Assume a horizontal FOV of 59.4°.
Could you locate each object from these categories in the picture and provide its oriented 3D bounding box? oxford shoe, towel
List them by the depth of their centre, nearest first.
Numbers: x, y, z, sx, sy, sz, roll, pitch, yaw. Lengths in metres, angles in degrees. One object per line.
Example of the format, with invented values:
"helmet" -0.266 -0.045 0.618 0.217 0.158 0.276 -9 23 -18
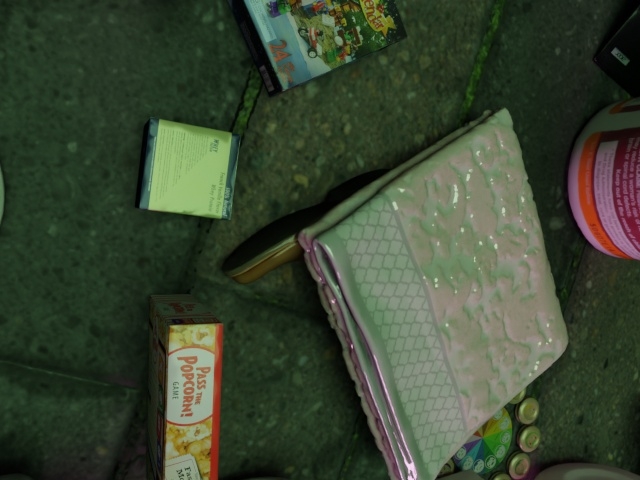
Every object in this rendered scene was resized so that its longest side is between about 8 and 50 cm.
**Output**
"oxford shoe" 0.000 0.000 0.587 0.212 0.076 0.076 -27 110 -20
"towel" 0.154 0.062 0.628 0.317 0.053 0.332 -33 113 -29

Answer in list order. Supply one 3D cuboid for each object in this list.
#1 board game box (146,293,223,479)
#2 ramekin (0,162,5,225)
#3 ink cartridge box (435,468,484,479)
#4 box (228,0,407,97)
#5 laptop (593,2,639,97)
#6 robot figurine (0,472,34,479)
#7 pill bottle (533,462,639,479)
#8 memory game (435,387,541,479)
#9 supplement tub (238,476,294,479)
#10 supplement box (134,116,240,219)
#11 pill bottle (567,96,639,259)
"board game box" -0.128 0.155 0.505 0.045 0.147 0.194 1 95 -23
"ramekin" -0.355 -0.037 0.414 0.207 0.109 0.207 -2 95 -23
"ink cartridge box" 0.118 0.375 0.652 0.203 0.086 0.148 -7 98 -19
"box" -0.025 -0.286 0.566 0.159 0.044 0.233 -29 105 -18
"laptop" 0.525 -0.324 0.812 0.234 0.136 0.264 28 58 -23
"robot figurine" -0.326 0.291 0.403 0.353 0.200 0.300 -4 66 -23
"pill bottle" 0.356 0.470 0.715 0.181 0.181 0.323 -1 95 -23
"memory game" 0.215 0.258 0.730 0.186 0.012 0.186 -2 95 -22
"supplement tub" -0.054 0.392 0.531 0.191 0.191 0.272 -15 100 -21
"supplement box" -0.127 -0.066 0.535 0.083 0.056 0.083 6 92 -23
"pill bottle" 0.502 -0.071 0.616 0.224 0.392 0.224 -2 95 -22
